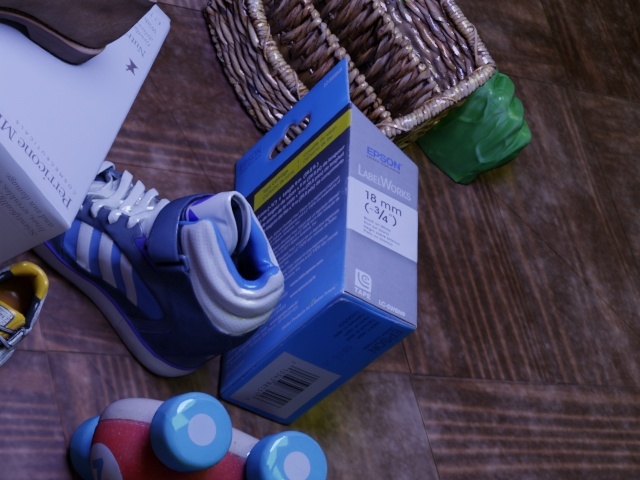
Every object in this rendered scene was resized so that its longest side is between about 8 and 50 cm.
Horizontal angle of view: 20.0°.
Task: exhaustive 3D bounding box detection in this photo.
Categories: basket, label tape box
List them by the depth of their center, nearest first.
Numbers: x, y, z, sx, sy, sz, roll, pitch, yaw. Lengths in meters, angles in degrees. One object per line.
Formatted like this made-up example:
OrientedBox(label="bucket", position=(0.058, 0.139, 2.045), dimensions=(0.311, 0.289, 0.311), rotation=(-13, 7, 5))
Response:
OrientedBox(label="label tape box", position=(0.000, 0.000, 2.014), dimensions=(0.106, 0.240, 0.334), rotation=(25, 47, -26))
OrientedBox(label="basket", position=(0.023, -0.248, 2.235), dimensions=(0.213, 0.223, 0.299), rotation=(-23, 78, -48))

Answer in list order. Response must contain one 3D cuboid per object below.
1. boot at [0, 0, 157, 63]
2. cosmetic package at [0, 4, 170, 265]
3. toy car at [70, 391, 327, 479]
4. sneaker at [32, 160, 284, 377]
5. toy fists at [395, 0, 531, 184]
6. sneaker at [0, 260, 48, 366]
OrientedBox(label="boot", position=(-0.272, -0.258, 1.645), dimensions=(0.305, 0.115, 0.112), rotation=(20, 53, -52))
OrientedBox(label="cosmetic package", position=(-0.308, -0.166, 1.791), dimensions=(0.217, 0.156, 0.385), rotation=(51, 30, -26))
OrientedBox(label="toy car", position=(-0.140, 0.288, 1.729), dimensions=(0.210, 0.219, 0.238), rotation=(25, 66, -26))
OrientedBox(label="sneaker", position=(-0.171, -0.027, 1.885), dimensions=(0.323, 0.236, 0.130), rotation=(51, 41, 1))
OrientedBox(label="toy fists", position=(0.162, -0.210, 2.390), dimensions=(0.279, 0.142, 0.096), rotation=(48, 41, -3))
OrientedBox(label="sneaker", position=(-0.339, 0.095, 1.756), dimensions=(0.088, 0.093, 0.225), rotation=(40, 42, -11))
